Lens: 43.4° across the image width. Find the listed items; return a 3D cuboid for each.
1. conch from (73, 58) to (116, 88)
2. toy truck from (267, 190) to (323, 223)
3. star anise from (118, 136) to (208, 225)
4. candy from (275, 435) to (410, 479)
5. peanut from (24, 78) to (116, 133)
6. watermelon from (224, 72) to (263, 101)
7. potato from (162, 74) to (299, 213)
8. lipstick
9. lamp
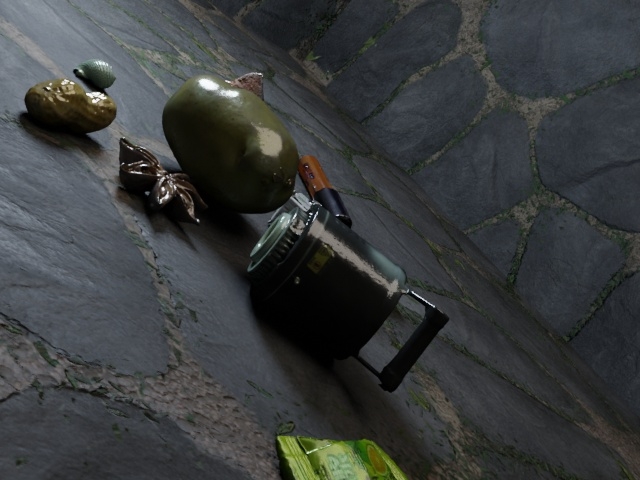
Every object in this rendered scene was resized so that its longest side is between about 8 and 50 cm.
[{"bbox_3d":[-0.487,-0.368,1.748,0.085,0.057,0.076,30,7,-36],"label":"conch"},{"bbox_3d":[0.000,0.000,1.798,0.242,0.101,0.125,43,15,11],"label":"toy truck"},{"bbox_3d":[-0.289,-0.092,1.462,0.208,0.063,0.172,29,23,-45],"label":"star anise"},{"bbox_3d":[0.052,0.326,1.112,0.246,0.069,0.149,18,30,-52],"label":"candy"},{"bbox_3d":[-0.443,-0.242,1.445,0.089,0.089,0.193,47,17,20],"label":"peanut"},{"bbox_3d":[-0.217,-0.346,2.161,0.136,0.202,0.207,-22,52,-28],"label":"watermelon"},{"bbox_3d":[-0.182,-0.188,1.644,0.326,0.221,0.243,45,-22,13],"label":"potato"},{"bbox_3d":[0.003,-0.135,2.217,0.077,0.077,0.418,32,16,-28],"label":"lipstick"},{"bbox_3d":[0.008,0.071,1.429,0.272,0.205,0.374,37,-1,-29],"label":"lamp"}]
